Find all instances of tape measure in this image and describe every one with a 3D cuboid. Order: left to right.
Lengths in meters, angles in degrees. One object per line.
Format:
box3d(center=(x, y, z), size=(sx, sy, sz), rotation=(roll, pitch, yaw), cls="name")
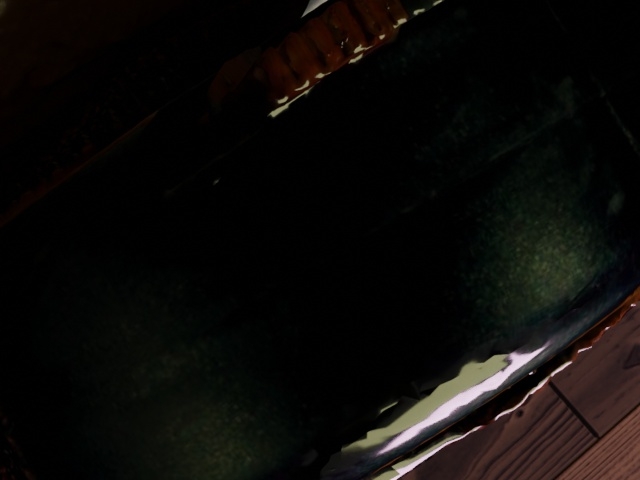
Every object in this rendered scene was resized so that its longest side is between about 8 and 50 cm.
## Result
box3d(center=(0.000, 0.000, 0.532), size=(0.223, 0.135, 0.202), rotation=(-31, 180, -37), cls="tape measure")

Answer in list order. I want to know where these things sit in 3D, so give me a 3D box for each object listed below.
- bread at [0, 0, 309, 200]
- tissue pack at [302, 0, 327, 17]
box3d(center=(-0.116, -0.073, 0.555), size=(0.253, 0.142, 0.227), rotation=(-38, 176, -24), cls="bread")
box3d(center=(0.106, -0.208, 0.823), size=(0.394, 0.124, 0.288), rotation=(-44, 167, 15), cls="tissue pack")
